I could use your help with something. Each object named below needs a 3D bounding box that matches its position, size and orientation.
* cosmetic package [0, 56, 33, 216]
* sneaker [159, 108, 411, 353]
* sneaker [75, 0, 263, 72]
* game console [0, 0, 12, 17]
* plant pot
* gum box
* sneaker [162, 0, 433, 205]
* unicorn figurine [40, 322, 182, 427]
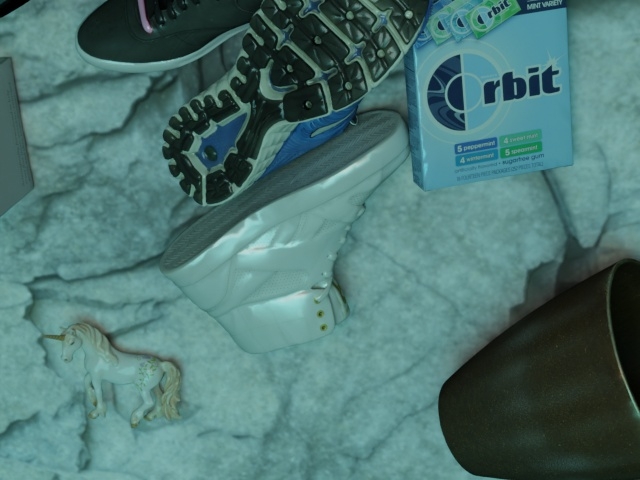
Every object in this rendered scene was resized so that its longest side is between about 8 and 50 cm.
[{"bbox_3d":[-0.415,-0.095,1.426,0.184,0.151,0.151,-2,110,11],"label":"cosmetic package"},{"bbox_3d":[0.000,0.000,1.431,0.292,0.108,0.169,-33,116,15],"label":"sneaker"},{"bbox_3d":[-0.113,-0.249,1.307,0.296,0.147,0.104,-14,70,10],"label":"sneaker"},{"bbox_3d":[-0.178,-0.306,1.286,0.361,0.213,0.044,-31,102,7],"label":"game console"},{"bbox_3d":[0.241,0.157,1.397,0.230,0.215,0.215,-23,105,31],"label":"plant pot"},{"bbox_3d":[0.161,-0.152,1.338,0.157,0.041,0.184,-11,111,-12],"label":"gum box"},{"bbox_3d":[-0.013,-0.162,1.327,0.330,0.147,0.130,-36,88,37],"label":"sneaker"},{"bbox_3d":[-0.231,0.147,1.543,0.162,0.060,0.111,5,111,-9],"label":"unicorn figurine"}]
